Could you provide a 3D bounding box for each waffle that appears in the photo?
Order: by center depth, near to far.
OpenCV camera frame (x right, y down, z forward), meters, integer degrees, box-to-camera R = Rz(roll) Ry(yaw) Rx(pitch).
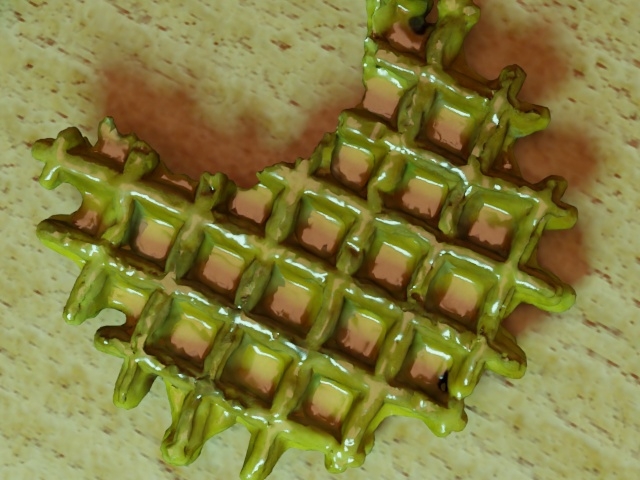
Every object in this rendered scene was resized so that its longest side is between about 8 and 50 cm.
[{"bbox_3d":[0.000,0.000,1.032,0.293,0.069,0.260,-26,84,2],"label":"waffle"}]
